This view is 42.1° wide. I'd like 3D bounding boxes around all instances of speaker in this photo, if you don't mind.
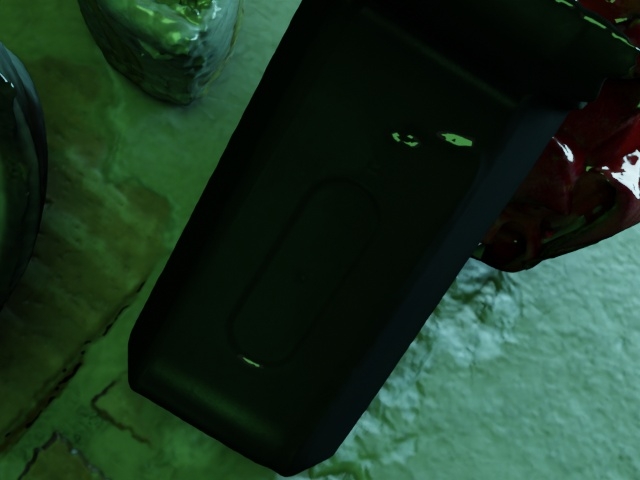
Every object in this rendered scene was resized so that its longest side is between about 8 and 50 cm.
[{"bbox_3d":[0.000,0.000,0.492,0.180,0.184,0.388,31,117,1],"label":"speaker"}]

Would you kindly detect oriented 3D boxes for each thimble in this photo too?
[{"bbox_3d":[-0.123,-0.204,0.653,0.138,0.143,0.190,-16,77,-12],"label":"thimble"}]

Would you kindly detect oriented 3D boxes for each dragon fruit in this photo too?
[{"bbox_3d":[0.178,-0.101,0.615,0.293,0.234,0.233,-14,74,27],"label":"dragon fruit"}]

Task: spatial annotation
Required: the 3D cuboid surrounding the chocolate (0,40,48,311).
[{"bbox_3d":[-0.324,-0.066,0.554,0.303,0.213,0.303,-2,112,-5],"label":"chocolate"}]
